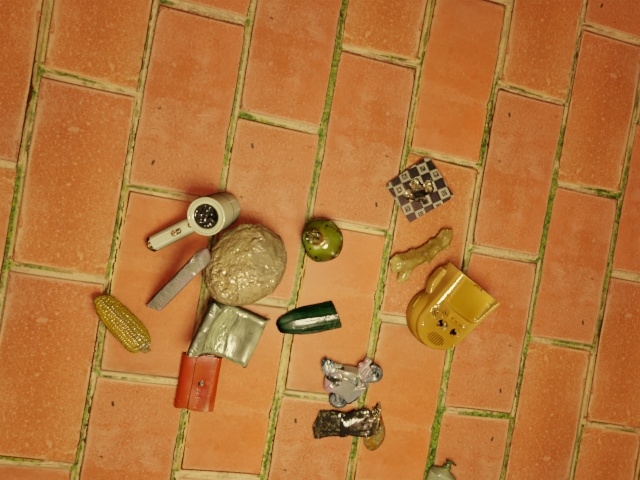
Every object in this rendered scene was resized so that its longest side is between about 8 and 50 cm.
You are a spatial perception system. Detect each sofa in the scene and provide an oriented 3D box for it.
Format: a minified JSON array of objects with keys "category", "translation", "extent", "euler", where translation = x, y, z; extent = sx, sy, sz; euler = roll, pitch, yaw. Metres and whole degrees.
[{"category":"sofa","translation":[-0.318,0.329,1.464],"extent":[0.225,0.176,0.210],"euler":[28,87,-9]}]

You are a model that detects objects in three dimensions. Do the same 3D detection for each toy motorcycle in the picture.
[{"category":"toy motorcycle","translation":[0.094,0.507,1.574],"extent":[0.239,0.108,0.204],"euler":[-42,98,-6]}]

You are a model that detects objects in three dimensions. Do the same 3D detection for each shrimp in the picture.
[{"category":"shrimp","translation":[0.217,0.731,1.640],"extent":[0.101,0.042,0.191],"euler":[7,90,-30]}]

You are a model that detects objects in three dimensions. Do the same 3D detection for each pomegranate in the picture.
[{"category":"pomegranate","translation":[0.000,0.000,1.498],"extent":[0.159,0.205,0.160],"euler":[-2,83,18]}]

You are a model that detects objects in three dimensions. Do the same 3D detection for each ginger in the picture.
[{"category":"ginger","translation":[0.402,0.045,1.631],"extent":[0.298,0.065,0.118],"euler":[-34,110,-6]}]

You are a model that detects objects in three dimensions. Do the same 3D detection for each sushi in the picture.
[{"category":"sushi","translation":[0.384,-0.195,1.634],"extent":[0.210,0.040,0.193],"euler":[-33,90,-5]}]

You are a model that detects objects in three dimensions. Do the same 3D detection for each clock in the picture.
[{"category":"clock","translation":[0.482,0.269,1.601],"extent":[0.244,0.200,0.317],"euler":[39,94,-6]}]

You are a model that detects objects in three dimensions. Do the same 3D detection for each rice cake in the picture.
[{"category":"rice cake","translation":[-0.476,0.140,1.392],"extent":[0.056,0.073,0.365],"euler":[41,124,-15]}]

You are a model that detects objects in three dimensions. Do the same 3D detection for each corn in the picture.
[{"category":"corn","translation":[-0.683,0.292,1.443],"extent":[0.097,0.097,0.262],"euler":[-41,97,-6]}]

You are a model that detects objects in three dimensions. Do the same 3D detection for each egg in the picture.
[{"category":"egg","translation":[-0.248,0.084,1.422],"extent":[0.279,0.279,0.311],"euler":[35,60,-9]}]

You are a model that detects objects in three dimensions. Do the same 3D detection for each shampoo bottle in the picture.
[{"category":"shampoo bottle","translation":[0.466,0.984,1.665],"extent":[0.118,0.087,0.234],"euler":[29,87,-10]}]

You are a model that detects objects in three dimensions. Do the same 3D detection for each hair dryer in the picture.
[{"category":"hair dryer","translation":[-0.462,-0.046,1.439],"extent":[0.361,0.203,0.128],"euler":[-25,99,9]}]

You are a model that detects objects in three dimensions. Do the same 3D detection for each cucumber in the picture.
[{"category":"cucumber","translation":[-0.044,0.306,1.569],"extent":[0.243,0.063,0.115],"euler":[-12,93,-7]}]

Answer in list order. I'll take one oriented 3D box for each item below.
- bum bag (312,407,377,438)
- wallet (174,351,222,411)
[{"category":"bum bag","translation":[0.091,0.698,1.593],"extent":[0.247,0.069,0.102],"euler":[-5,99,1]},{"category":"wallet","translation":[-0.444,0.514,1.515],"extent":[0.142,0.045,0.205],"euler":[10,91,-10]}]
